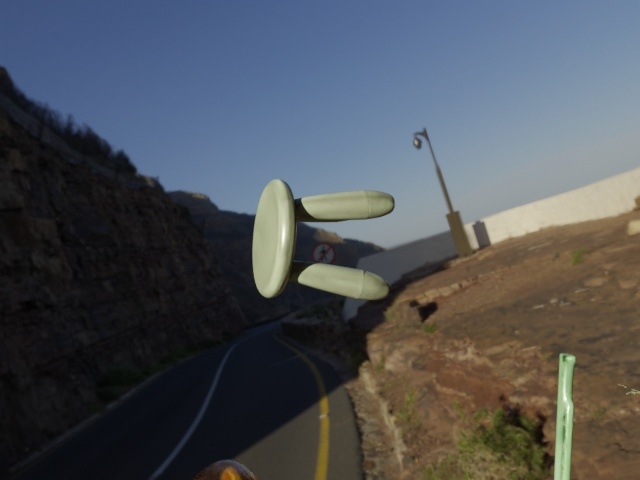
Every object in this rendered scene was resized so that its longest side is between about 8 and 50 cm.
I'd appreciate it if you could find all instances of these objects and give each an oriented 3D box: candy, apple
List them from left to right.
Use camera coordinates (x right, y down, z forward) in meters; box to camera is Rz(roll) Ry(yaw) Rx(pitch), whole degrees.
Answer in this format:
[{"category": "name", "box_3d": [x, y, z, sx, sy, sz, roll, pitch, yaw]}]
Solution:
[{"category": "apple", "box_3d": [-0.165, 0.450, 0.953, 0.146, 0.146, 0.146, -17, -2, -1]}, {"category": "candy", "box_3d": [0.287, 0.357, 0.681, 0.119, 0.440, 0.119, 3, -3, 0]}]

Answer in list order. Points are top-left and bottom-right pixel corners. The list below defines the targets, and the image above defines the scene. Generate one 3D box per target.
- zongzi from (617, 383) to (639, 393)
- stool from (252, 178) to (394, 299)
[{"category": "zongzi", "box_3d": [0.517, 0.190, 0.800, 0.154, 0.130, 0.062, 17, 41, 34]}, {"category": "stool", "box_3d": [0.000, 0.000, 0.953, 0.199, 0.195, 0.195, 2, -1, -18]}]
